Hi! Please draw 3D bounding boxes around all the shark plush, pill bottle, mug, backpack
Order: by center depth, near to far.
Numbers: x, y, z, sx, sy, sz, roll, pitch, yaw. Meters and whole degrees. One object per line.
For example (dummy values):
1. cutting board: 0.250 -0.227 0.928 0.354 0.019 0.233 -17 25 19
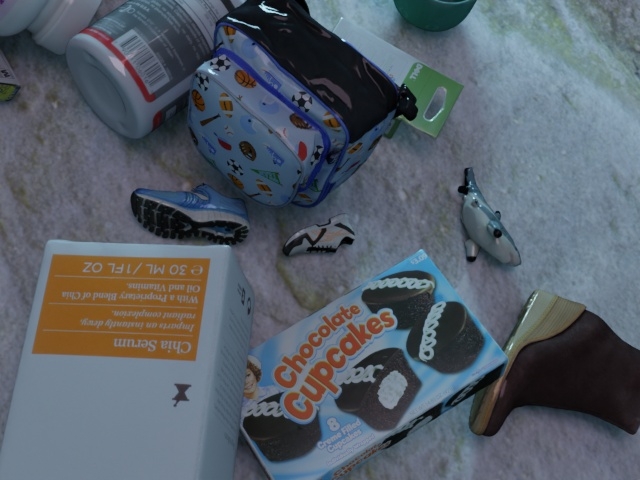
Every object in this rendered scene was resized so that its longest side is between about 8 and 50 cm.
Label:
1. backpack: -0.044 -0.162 1.346 0.213 0.263 0.276 -40 77 -19
2. pill bottle: -0.443 -0.375 1.359 0.302 0.169 0.169 31 60 -29
3. pill bottle: -0.192 -0.279 1.421 0.161 0.161 0.283 45 65 9
4. shark plush: 0.232 -0.030 1.479 0.067 0.073 0.161 3 43 -32
5. mug: 0.164 -0.393 1.582 0.158 0.097 0.129 35 65 5

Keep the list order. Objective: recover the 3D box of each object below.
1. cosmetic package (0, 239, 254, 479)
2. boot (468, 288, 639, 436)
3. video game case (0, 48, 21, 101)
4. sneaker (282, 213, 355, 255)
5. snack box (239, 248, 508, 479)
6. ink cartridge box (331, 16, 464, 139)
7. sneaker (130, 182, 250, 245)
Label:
1. cosmetic package: -0.221 0.235 1.157 0.230 0.161 0.453 1 65 9
2. boot: 0.328 0.197 1.359 0.207 0.090 0.248 33 60 6
3. video game case: -0.530 -0.284 1.352 0.210 0.042 0.232 -8 62 -56
4. sneaker: 0.000 0.000 1.405 0.109 0.040 0.043 -23 75 -20
5. snack box: 0.047 0.167 1.285 0.322 0.060 0.187 -30 63 -12
6. ink cartridge box: 0.090 -0.224 1.511 0.209 0.062 0.109 29 64 1
7. sneaker: -0.174 -0.043 1.386 0.162 0.063 0.073 13 47 -11
